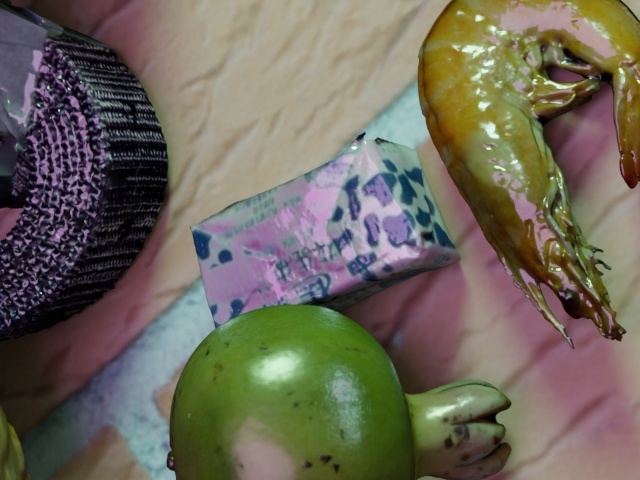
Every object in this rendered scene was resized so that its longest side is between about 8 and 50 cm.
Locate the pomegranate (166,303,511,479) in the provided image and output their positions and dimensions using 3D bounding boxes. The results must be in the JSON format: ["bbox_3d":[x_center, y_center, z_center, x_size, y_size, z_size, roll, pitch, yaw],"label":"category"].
[{"bbox_3d":[0.002,0.115,1.017,0.210,0.179,0.179,-35,73,-10],"label":"pomegranate"}]

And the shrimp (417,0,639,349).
[{"bbox_3d":[0.145,-0.055,1.017,0.150,0.068,0.248,-19,76,19],"label":"shrimp"}]

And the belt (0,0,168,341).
[{"bbox_3d":[-0.271,-0.051,1.184,0.325,0.122,0.260,-3,92,24],"label":"belt"}]

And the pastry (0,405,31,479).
[{"bbox_3d":[-0.388,0.184,1.114,0.410,0.245,0.409,12,125,18],"label":"pastry"}]

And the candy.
[{"bbox_3d":[0.000,0.000,1.078,0.160,0.073,0.092,-25,77,23],"label":"candy"}]
